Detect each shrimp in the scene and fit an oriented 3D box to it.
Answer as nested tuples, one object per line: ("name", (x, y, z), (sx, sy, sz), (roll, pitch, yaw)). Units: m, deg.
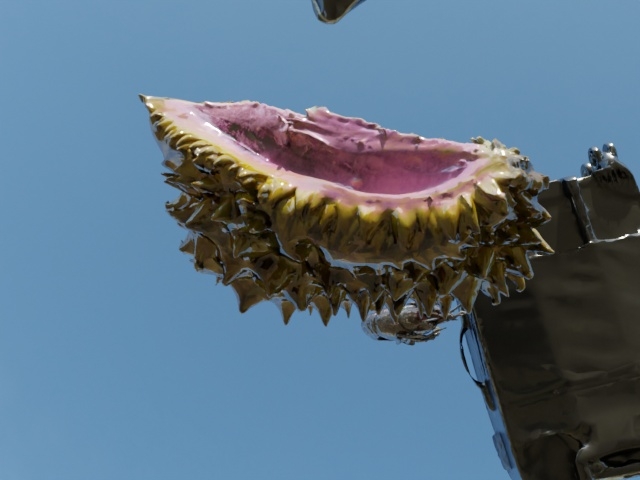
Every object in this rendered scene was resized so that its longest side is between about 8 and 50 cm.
("shrimp", (0.116, 0.102, 0.973), (0.165, 0.065, 0.056), (-7, -112, 40))

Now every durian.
("durian", (0.001, 0.000, 0.609), (0.341, 0.112, 0.191), (13, -58, 19))

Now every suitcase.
("suitcase", (0.320, 0.115, 1.029), (0.283, 0.194, 0.433), (-15, -110, 3))

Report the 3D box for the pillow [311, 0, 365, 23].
("pillow", (0.043, -0.252, 0.709), (0.136, 0.091, 0.055), (-28, -58, 0))
